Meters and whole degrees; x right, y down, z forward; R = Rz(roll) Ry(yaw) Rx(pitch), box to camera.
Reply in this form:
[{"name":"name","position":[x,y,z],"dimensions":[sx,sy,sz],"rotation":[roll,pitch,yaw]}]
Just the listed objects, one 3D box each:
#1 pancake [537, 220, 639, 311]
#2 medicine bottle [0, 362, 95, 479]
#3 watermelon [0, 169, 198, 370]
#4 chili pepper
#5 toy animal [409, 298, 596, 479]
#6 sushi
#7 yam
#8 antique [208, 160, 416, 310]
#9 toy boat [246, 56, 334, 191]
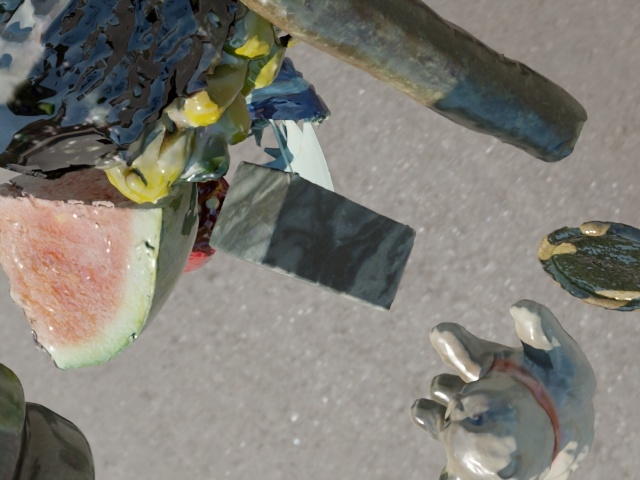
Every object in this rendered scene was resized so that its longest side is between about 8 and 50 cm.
[{"name":"pancake","position":[0.373,0.035,1.564],"dimensions":[0.199,0.021,0.199],"rotation":[16,150,10]},{"name":"medicine bottle","position":[-0.243,0.049,0.406],"dimensions":[0.322,0.151,0.151],"rotation":[37,135,-26]},{"name":"watermelon","position":[-0.246,0.006,1.346],"dimensions":[0.231,0.193,0.310],"rotation":[53,153,17]},{"name":"chili pepper","position":[-0.205,-0.019,1.687],"dimensions":[0.338,0.135,0.131],"rotation":[166,107,-76]},{"name":"toy animal","position":[0.187,0.228,1.408],"dimensions":[0.308,0.188,0.266],"rotation":[-17,139,43]},{"name":"sushi","position":[-0.172,-0.179,1.046],"dimensions":[0.328,0.328,0.285],"rotation":[20,168,47]},{"name":"yam","position":[0.049,-0.119,0.736],"dimensions":[0.274,0.061,0.061],"rotation":[25,138,-30]},{"name":"antique","position":[0.000,0.000,1.152],"dimensions":[0.086,0.183,0.088],"rotation":[17,85,49]},{"name":"toy boat","position":[-0.044,-0.100,1.566],"dimensions":[0.210,0.070,0.291],"rotation":[38,142,50]}]
